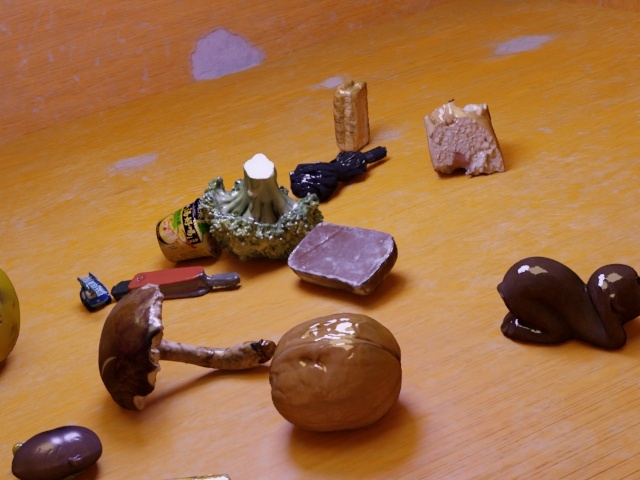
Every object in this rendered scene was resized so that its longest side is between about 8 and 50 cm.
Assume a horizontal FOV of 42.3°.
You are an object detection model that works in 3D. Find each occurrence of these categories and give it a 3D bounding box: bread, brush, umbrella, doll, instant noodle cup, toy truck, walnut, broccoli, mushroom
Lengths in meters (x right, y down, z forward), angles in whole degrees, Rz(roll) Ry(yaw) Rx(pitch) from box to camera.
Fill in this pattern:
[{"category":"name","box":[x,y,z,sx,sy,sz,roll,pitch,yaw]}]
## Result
[{"category":"bread","box":[0.092,-0.370,2.462,0.083,0.211,0.114,19,38,31]},{"category":"brush","box":[-0.335,0.096,1.900,0.323,0.051,0.070,-6,24,15]},{"category":"bread","box":[0.362,-0.293,2.171,0.183,0.211,0.224,-17,30,9]},{"category":"umbrella","box":[0.059,-0.194,2.265,0.340,0.118,0.118,-26,28,-37]},{"category":"doll","box":[-0.442,0.360,1.388,0.145,0.096,0.188,-6,-3,-20]},{"category":"instant noodle cup","box":[-0.324,-0.016,2.033,0.122,0.152,0.151,-17,24,16]},{"category":"toy truck","box":[-0.516,0.125,1.904,0.063,0.074,0.136,-27,30,-27]},{"category":"walnut","box":[0.025,0.216,1.346,0.225,0.193,0.193,-19,24,11]},{"category":"broccoli","box":[-0.140,-0.062,1.940,0.287,0.236,0.260,-10,-9,-6]},{"category":"mushroom","box":[-0.275,0.231,1.530,0.301,0.233,0.208,33,45,-3]}]

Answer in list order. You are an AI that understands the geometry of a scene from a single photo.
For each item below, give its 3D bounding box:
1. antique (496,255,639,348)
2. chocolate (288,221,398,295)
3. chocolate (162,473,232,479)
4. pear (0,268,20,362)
[{"category":"antique","box":[0.437,0.097,1.427,0.256,0.144,0.121,3,28,26]},{"category":"chocolate","box":[0.056,0.051,1.773,0.253,0.080,0.157,11,49,44]},{"category":"chocolate","box":[-0.235,0.395,1.228,0.219,0.086,0.086,-11,25,-6]},{"category":"pear","box":[-0.790,0.160,1.742,0.336,0.285,0.285,7,32,40]}]
